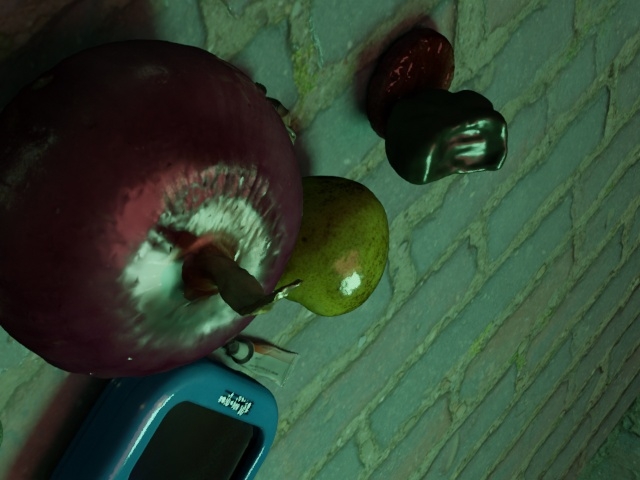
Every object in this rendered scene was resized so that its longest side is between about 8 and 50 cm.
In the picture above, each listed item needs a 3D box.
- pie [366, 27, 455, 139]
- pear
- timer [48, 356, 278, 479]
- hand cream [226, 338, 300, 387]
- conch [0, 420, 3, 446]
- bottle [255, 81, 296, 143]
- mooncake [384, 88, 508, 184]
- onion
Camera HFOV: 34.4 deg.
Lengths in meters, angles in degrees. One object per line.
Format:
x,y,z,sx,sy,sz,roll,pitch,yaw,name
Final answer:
0.139,-0.229,1.543,0.182,0.049,0.182,-32,137,-36,pie
0.000,0.000,1.393,0.197,0.197,0.197,-35,140,-36,pear
-0.210,0.301,1.400,0.309,0.115,0.340,-58,148,-3,timer
-0.085,0.179,1.565,0.052,0.038,0.216,-37,155,7,hand cream
-0.382,0.223,1.152,0.085,0.056,0.076,-34,152,-36,conch
-0.077,-0.115,1.282,0.099,0.099,0.152,-22,130,-46,bottle
0.178,-0.145,1.471,0.175,0.168,0.104,-43,150,-44,mooncake
-0.174,-0.004,1.044,0.358,0.345,0.358,-18,153,-9,onion
